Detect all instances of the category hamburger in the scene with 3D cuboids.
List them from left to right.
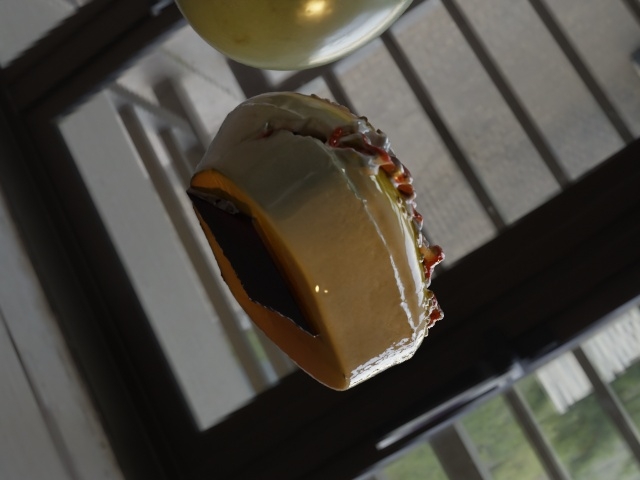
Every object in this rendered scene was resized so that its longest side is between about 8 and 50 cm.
[{"bbox_3d":[0.000,0.000,1.168,0.151,0.227,0.295,-44,142,-20],"label":"hamburger"}]

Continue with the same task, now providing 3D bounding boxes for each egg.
[{"bbox_3d":[-0.005,-0.181,0.685,0.192,0.149,0.149,-59,161,-12],"label":"egg"}]
